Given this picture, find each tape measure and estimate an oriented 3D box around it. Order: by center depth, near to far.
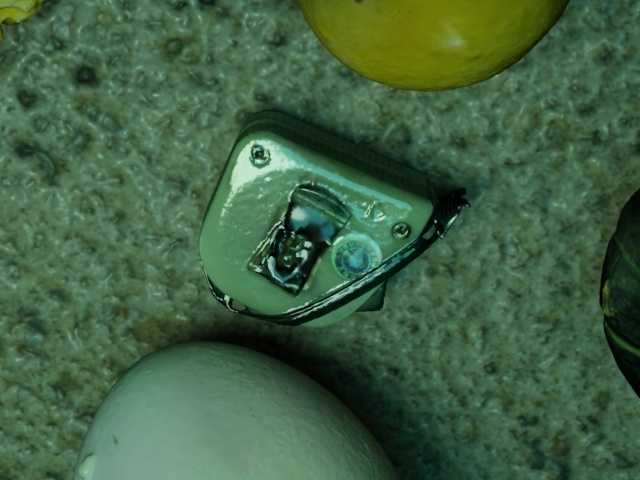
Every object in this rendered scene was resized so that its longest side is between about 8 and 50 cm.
[{"bbox_3d":[0.000,0.000,1.276,0.235,0.115,0.207,23,109,-6],"label":"tape measure"}]

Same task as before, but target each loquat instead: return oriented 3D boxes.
[{"bbox_3d":[0.089,-0.260,1.080,0.274,0.275,0.275,1,112,3],"label":"loquat"}]

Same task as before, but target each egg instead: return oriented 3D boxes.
[{"bbox_3d":[-0.098,0.267,1.281,0.354,0.354,0.340,-24,87,12],"label":"egg"}]

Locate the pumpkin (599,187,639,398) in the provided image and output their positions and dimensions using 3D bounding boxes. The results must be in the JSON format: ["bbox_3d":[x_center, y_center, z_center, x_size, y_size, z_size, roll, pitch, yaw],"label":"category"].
[{"bbox_3d":[0.424,0.047,1.199,0.323,0.241,0.323,1,110,4],"label":"pumpkin"}]

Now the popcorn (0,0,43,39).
[{"bbox_3d":[-0.320,-0.266,1.164,0.170,0.180,0.180,-12,116,46],"label":"popcorn"}]
